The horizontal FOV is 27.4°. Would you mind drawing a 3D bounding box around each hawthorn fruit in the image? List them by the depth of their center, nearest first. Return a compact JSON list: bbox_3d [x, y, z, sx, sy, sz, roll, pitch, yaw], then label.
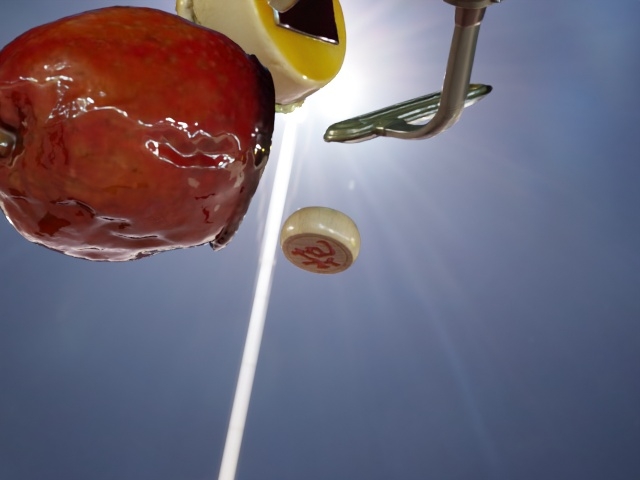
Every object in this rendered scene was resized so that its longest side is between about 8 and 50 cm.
[{"bbox_3d":[-0.153,-0.070,0.919,0.251,0.189,0.190,-14,-2,-41],"label":"hawthorn fruit"}]

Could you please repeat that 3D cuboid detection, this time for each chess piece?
[{"bbox_3d":[0.000,0.000,1.345,0.084,0.038,0.083,9,-32,6],"label":"chess piece"}]

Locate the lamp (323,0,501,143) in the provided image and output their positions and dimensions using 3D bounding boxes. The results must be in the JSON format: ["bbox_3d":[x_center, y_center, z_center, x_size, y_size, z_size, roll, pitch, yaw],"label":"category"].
[{"bbox_3d":[0.139,-0.187,1.297,0.124,0.203,0.283,48,-36,22],"label":"lamp"}]

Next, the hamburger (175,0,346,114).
[{"bbox_3d":[-0.094,-0.333,1.974,0.176,0.300,0.300,-11,-30,35],"label":"hamburger"}]

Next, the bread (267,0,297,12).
[{"bbox_3d":[-0.016,-0.286,1.341,0.043,0.109,0.062,39,-5,-12],"label":"bread"}]
